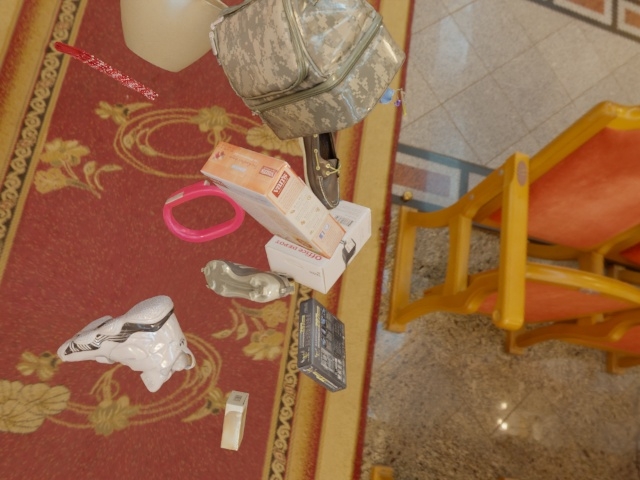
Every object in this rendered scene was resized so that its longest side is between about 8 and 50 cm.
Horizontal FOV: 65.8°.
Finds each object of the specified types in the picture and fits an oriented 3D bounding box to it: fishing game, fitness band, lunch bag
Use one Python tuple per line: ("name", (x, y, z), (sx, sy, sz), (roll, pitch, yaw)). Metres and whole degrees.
("fishing game", (0.104, -0.394, 1.156), (0.264, 0.041, 0.189), (31, 36, -16))
("fitness band", (-0.396, -0.093, 1.670), (0.054, 0.290, 0.209), (-87, 152, -45))
("lunch bag", (-0.043, -0.347, 0.914), (0.256, 0.305, 0.213), (47, 68, -31))

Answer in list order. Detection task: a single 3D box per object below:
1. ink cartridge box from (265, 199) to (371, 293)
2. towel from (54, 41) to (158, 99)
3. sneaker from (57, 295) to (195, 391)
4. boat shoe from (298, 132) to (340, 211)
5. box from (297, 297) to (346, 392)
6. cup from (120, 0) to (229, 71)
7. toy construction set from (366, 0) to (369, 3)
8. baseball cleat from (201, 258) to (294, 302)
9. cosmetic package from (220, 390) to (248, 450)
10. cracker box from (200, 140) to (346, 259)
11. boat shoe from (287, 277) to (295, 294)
("ink cartridge box", (0.000, 0.000, 1.632), (0.223, 0.129, 0.307), (20, 49, 26))
("towel", (-0.672, -0.531, 1.557), (0.274, 0.198, 0.031), (23, 95, -54))
("sneaker", (-0.501, 0.295, 1.285), (0.365, 0.137, 0.210), (-22, 103, 17))
("boat shoe", (0.006, -0.181, 1.140), (0.081, 0.068, 0.228), (-15, 91, -47))
("box", (0.006, 0.316, 1.504), (0.183, 0.059, 0.233), (45, 31, -38))
("cup", (-0.446, -0.644, 1.452), (0.331, 0.331, 0.237), (29, 110, -11))
("toy construction set", (-0.021, -0.636, 1.420), (0.308, 0.257, 0.237), (-25, 68, 7))
("baseball cleat", (-0.140, 0.084, 0.984), (0.109, 0.205, 0.072), (3, 99, -49))
("cosmetic package", (-0.196, 0.412, 1.133), (0.041, 0.060, 0.115), (10, 105, 3))
("cracker box", (-0.073, -0.065, 0.848), (0.067, 0.155, 0.232), (-59, 144, -10))
("boat shoe", (-0.144, 0.146, 1.603), (0.056, 0.152, 0.048), (-24, 109, -52))
